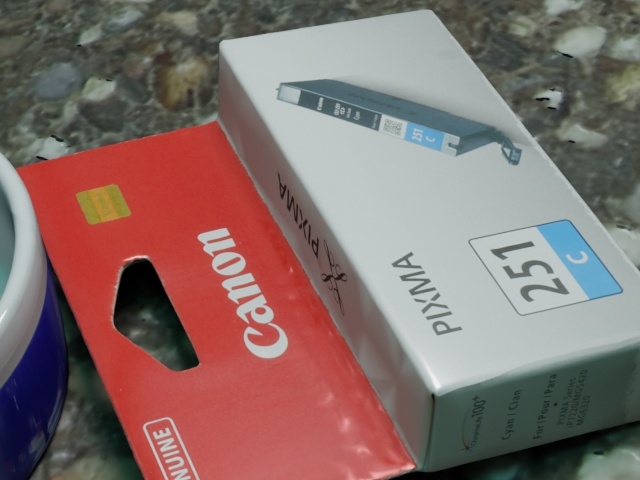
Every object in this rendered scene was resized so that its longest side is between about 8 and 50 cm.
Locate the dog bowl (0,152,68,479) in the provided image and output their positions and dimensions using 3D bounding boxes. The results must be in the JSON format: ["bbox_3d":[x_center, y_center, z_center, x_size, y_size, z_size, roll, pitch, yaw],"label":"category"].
[{"bbox_3d":[-0.265,0.051,0.860,0.265,0.104,0.265,-4,44,4],"label":"dog bowl"}]

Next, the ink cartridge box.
[{"bbox_3d":[0.000,0.000,0.884,0.261,0.066,0.296,-13,44,-19],"label":"ink cartridge box"}]
